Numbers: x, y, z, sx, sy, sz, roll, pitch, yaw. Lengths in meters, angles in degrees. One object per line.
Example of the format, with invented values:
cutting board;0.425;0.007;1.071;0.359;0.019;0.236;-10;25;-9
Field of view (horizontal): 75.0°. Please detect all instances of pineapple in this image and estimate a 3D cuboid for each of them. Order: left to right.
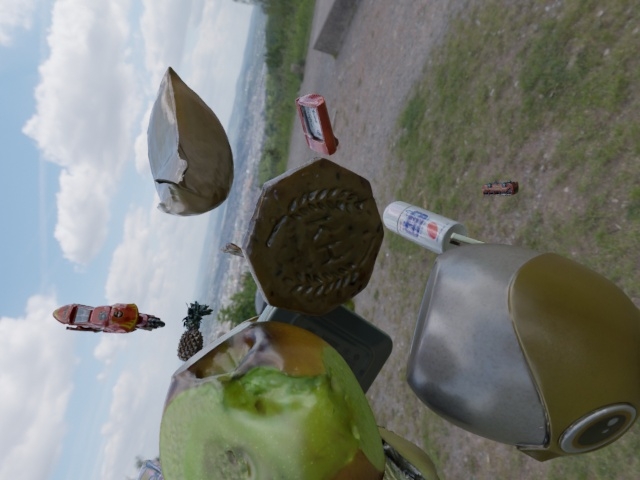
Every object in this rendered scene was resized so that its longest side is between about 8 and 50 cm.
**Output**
pineapple;-0.433;0.322;1.437;0.083;0.103;0.221;-26;54;58

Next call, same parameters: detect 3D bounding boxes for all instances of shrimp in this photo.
shrimp;-0.286;0.028;1.342;0.127;0.091;0.025;6;69;33

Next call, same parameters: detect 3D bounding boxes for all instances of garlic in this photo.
garlic;-0.240;-0.131;0.708;0.196;0.151;0.338;73;-177;-49

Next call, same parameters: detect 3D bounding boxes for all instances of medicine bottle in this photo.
medicine bottle;0.368;-0.055;1.549;0.341;0.131;0.130;34;113;52

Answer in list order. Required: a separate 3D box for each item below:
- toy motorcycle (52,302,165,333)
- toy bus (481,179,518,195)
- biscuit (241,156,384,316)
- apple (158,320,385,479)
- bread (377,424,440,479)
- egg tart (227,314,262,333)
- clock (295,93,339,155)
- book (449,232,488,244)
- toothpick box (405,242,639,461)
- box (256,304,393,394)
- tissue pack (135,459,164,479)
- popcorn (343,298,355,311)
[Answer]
toy motorcycle;-0.627;0.235;1.256;0.171;0.299;0.089;56;-145;-71
toy bus;0.537;-0.155;1.248;0.110;0.031;0.043;10;117;60
biscuit;0.000;-0.001;0.910;0.046;0.360;0.358;18;97;55
apple;-0.081;0.312;0.696;0.384;0.375;0.373;166;115;-67
bread;0.149;0.480;0.843;0.163;0.262;0.204;-43;45;-5
egg tart;-0.198;0.342;1.310;0.147;0.203;0.202;49;138;23
clock;-0.005;-0.329;1.170;0.113;0.061;0.155;36;153;46
book;0.510;0.040;1.141;0.217;0.311;0.021;11;-84;-74
toothpick box;0.417;0.222;0.859;0.409;0.426;0.408;14;-90;-78
box;-0.028;0.327;1.083;0.372;0.367;0.090;-57;24;-5
tissue pack;-0.380;0.594;0.971;0.155;0.065;0.115;-4;60;44
popcorn;0.043;0.172;1.504;0.256;0.195;0.254;-27;-51;-63
